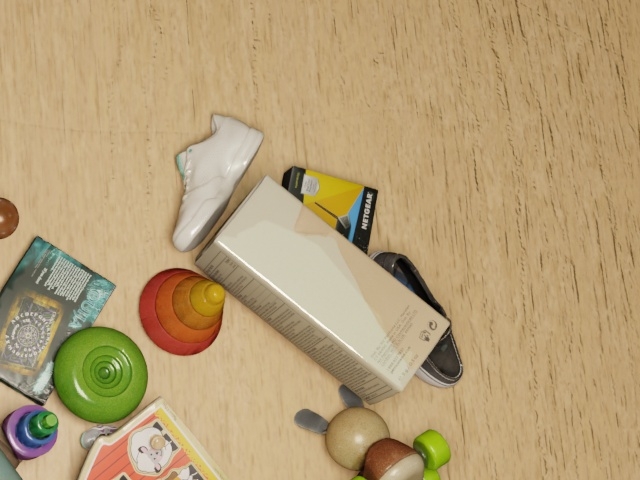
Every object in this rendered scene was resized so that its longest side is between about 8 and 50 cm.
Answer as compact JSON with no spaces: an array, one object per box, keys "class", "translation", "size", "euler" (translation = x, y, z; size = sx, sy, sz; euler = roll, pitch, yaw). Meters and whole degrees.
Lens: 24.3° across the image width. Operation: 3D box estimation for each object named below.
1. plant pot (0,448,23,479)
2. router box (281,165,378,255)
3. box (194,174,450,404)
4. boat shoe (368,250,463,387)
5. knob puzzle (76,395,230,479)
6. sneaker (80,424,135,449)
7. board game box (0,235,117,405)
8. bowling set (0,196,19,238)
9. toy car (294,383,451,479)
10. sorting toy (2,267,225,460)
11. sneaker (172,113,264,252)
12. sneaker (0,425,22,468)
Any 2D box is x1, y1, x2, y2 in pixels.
[{"class":"plant pot","translation":[-0.464,0.338,1.688],"size":[0.341,0.341,0.334],"euler":[-44,103,-23]},{"class":"router box","translation":[0.000,0.000,2.074],"size":[0.133,0.046,0.178],"euler":[15,74,-17]},{"class":"box","translation":[-0.001,0.069,1.953],"size":[0.311,0.148,0.121],"euler":[40,70,-5]},{"class":"boat shoe","translation":[0.143,0.109,2.067],"size":[0.080,0.076,0.228],"euler":[-38,106,-31]},{"class":"knob puzzle","translation":[-0.227,0.321,1.886],"size":[0.213,0.030,0.213],"euler":[-7,108,-24]},{"class":"sneaker","translation":[-0.255,0.253,1.908],"size":[0.098,0.069,0.038],"euler":[1,77,-21]},{"class":"board game box","translation":[-0.364,0.104,1.924],"size":[0.126,0.026,0.186],"euler":[34,68,-11]},{"class":"bowling set","translation":[-0.498,-0.031,1.862],"size":[0.200,0.154,0.287],"euler":[29,67,-32]},{"class":"toy car","translation":[0.054,0.284,2.010],"size":[0.155,0.149,0.188],"euler":[-28,60,-27]},{"class":"sorting toy","translation":[-0.240,0.146,1.882],"size":[0.365,0.126,0.127],"euler":[-39,96,-33]},{"class":"sneaker","translation":[-0.163,-0.081,2.025],"size":[0.094,0.080,0.212],"euler":[29,62,0]},{"class":"sneaker","translation":[-0.455,0.230,1.840],"size":[0.188,0.066,0.071],"euler":[41,68,-7]}]
